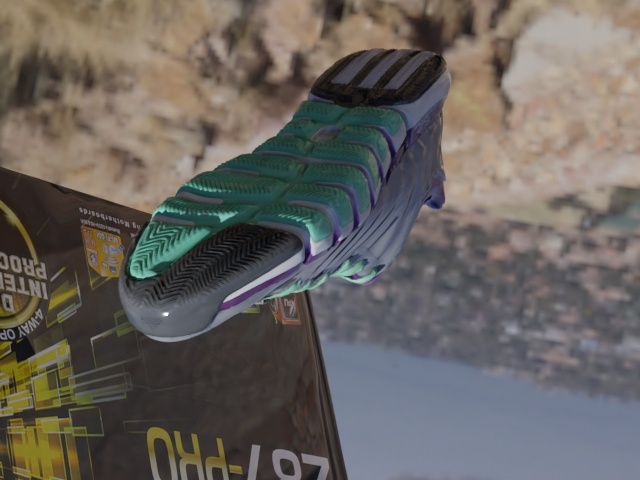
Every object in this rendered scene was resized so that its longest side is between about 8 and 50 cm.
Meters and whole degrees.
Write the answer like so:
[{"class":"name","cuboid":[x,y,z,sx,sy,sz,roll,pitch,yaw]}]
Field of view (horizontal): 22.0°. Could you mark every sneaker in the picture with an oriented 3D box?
[{"class":"sneaker","cuboid":[0.000,0.000,0.748,0.083,0.224,0.098,12,128,35]}]

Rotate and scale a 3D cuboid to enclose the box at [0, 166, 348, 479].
[{"class":"box","cuboid":[-0.129,0.132,0.987,0.097,0.318,0.395,-24,154,30]}]
